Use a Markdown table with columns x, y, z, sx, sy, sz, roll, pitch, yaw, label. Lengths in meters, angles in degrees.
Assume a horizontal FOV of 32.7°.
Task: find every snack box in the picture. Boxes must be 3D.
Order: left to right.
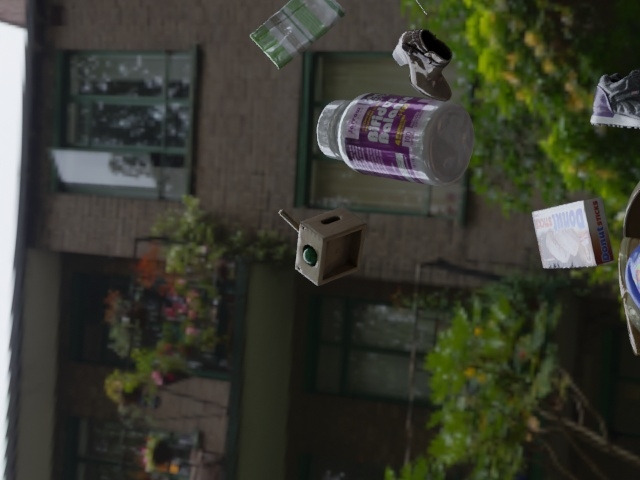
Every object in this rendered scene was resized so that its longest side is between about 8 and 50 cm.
| x | y | z | sx | sy | sz | roll | pitch | yaw | label |
| --- | --- | --- | --- | --- | --- | --- | --- | --- | --- |
| 0.253 | -0.005 | 1.101 | 0.178 | 0.022 | 0.064 | 154 | 106 | -85 | snack box |

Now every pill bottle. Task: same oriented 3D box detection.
| x | y | z | sx | sy | sz | roll | pitch | yaw | label |
| --- | --- | --- | --- | --- | --- | --- | --- | --- | --- |
| 0.143 | -0.209 | 2.189 | 0.169 | 0.301 | 0.169 | -14 | -71 | -46 | pill bottle |

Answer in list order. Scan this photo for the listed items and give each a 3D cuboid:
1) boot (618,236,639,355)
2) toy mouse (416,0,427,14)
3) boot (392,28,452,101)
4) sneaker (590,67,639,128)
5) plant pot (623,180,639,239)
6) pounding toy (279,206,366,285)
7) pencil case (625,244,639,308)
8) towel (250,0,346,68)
| x | y | z | sx | sy | sz | roll | pitch | yaw | label |
| --- | --- | --- | --- | --- | --- | --- | --- | --- | --- |
| 0.599 | 0.076 | 1.791 | 0.262 | 0.203 | 0.095 | -77 | -28 | -55 | boot |
| 0.126 | -0.456 | 1.769 | 0.031 | 0.161 | 0.143 | -33 | -13 | -14 | toy mouse |
| 0.150 | -0.235 | 1.460 | 0.118 | 0.087 | 0.042 | 36 | -110 | -18 | boot |
| 0.668 | -0.290 | 2.231 | 0.107 | 0.283 | 0.124 | -4 | -79 | -35 | sneaker |
| 0.732 | -0.059 | 2.128 | 0.191 | 0.284 | 0.284 | -66 | -28 | -63 | plant pot |
| 0.000 | 0.000 | 2.092 | 0.141 | 0.100 | 0.130 | -20 | -49 | -35 | pounding toy |
| 0.522 | 0.059 | 1.556 | 0.306 | 0.119 | 0.133 | 15 | -86 | -87 | pencil case |
| -0.040 | -0.375 | 1.883 | 0.152 | 0.113 | 0.023 | -40 | -39 | 1 | towel |
